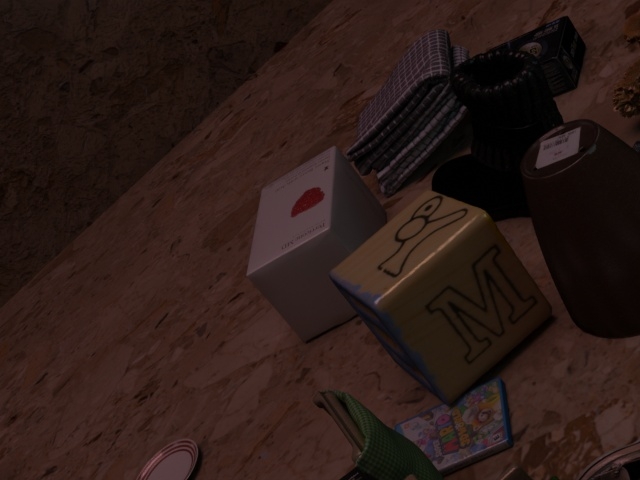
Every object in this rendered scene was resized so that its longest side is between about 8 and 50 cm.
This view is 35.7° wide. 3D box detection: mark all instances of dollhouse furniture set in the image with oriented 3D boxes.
[{"bbox_3d":[0.146,0.247,1.097,0.151,0.197,0.301,-42,28,-1],"label":"dollhouse furniture set"}]

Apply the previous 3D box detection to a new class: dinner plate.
[{"bbox_3d":[-0.255,0.390,1.651,0.141,0.017,0.141,-32,25,18],"label":"dinner plate"}]

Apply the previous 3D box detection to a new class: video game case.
[{"bbox_3d":[0.169,0.253,1.293,0.166,0.015,0.119,-30,27,21],"label":"video game case"}]

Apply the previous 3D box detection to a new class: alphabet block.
[{"bbox_3d":[0.162,0.072,1.378,0.197,0.193,0.192,-40,23,-6],"label":"alphabet block"}]

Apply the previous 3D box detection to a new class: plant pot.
[{"bbox_3d":[0.355,-0.033,1.257,0.215,0.230,0.215,-32,25,17],"label":"plant pot"}]

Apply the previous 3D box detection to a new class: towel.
[{"bbox_3d":[0.170,-0.259,1.948,0.283,0.121,0.235,-47,19,27],"label":"towel"}]

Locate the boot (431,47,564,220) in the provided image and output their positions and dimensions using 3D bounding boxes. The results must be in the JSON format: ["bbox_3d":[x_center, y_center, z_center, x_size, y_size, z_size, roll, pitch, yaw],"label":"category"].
[{"bbox_3d":[0.259,-0.165,1.574,0.348,0.260,0.131,-3,43,52],"label":"boot"}]

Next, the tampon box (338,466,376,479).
[{"bbox_3d":[0.053,0.364,1.162,0.120,0.101,0.161,-37,24,3],"label":"tampon box"}]

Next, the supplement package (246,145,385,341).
[{"bbox_3d":[0.000,0.000,1.761,0.177,0.175,0.293,-29,27,19],"label":"supplement package"}]

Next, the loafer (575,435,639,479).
[{"bbox_3d":[0.330,0.242,1.056,0.125,0.045,0.039,-34,32,6],"label":"loafer"}]

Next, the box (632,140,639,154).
[{"bbox_3d":[0.453,-0.091,1.412,0.018,0.067,0.083,-2,45,54],"label":"box"}]

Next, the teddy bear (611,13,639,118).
[{"bbox_3d":[0.571,-0.247,1.495,0.245,0.113,0.338,-43,31,9],"label":"teddy bear"}]

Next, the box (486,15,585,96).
[{"bbox_3d":[0.394,-0.324,1.875,0.180,0.077,0.147,-19,33,37],"label":"box"}]
